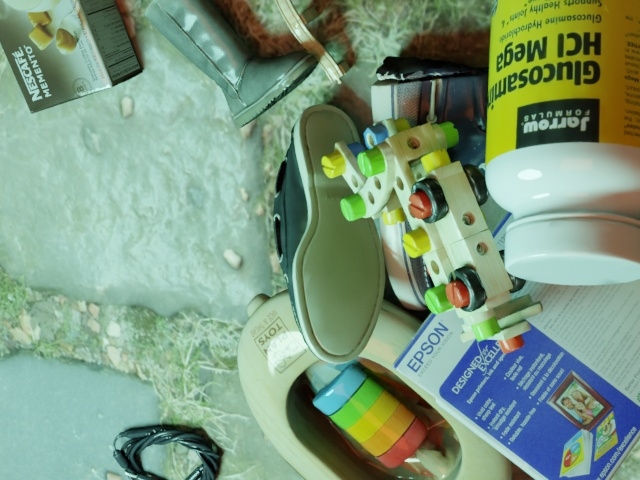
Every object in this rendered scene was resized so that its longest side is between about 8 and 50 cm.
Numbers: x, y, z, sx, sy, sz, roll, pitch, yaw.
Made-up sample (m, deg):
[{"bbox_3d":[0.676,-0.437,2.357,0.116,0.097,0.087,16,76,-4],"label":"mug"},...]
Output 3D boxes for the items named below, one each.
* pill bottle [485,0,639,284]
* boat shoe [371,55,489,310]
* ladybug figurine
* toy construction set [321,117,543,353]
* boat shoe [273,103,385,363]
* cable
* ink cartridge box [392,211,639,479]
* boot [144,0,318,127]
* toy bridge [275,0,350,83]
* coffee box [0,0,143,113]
[{"bbox_3d":[0.264,-0.130,1.000,0.188,0.188,0.334,0,76,17],"label":"pill bottle"},{"bbox_3d":[0.165,-0.067,1.254,0.158,0.127,0.340,1,112,25],"label":"boat shoe"},{"bbox_3d":[0.079,0.222,1.384,0.449,0.162,0.305,45,116,-5],"label":"ladybug figurine"},{"bbox_3d":[0.137,0.000,1.125,0.327,0.151,0.215,54,158,-2],"label":"toy construction set"},{"bbox_3d":[-0.004,-0.001,1.269,0.113,0.127,0.340,-37,58,58],"label":"boat shoe"},{"bbox_3d":[-0.247,0.372,1.611,0.184,0.047,0.150,-9,109,20],"label":"cable"},{"bbox_3d":[0.297,0.133,1.254,0.307,0.072,0.303,38,84,2],"label":"ink cartridge box"},{"bbox_3d":[-0.120,-0.264,1.278,0.190,0.076,0.208,-28,97,45],"label":"boot"},{"bbox_3d":[-0.023,-0.282,1.259,0.026,0.063,0.188,-28,101,25],"label":"toy bridge"},{"bbox_3d":[-0.363,-0.315,1.328,0.141,0.098,0.246,-12,108,21],"label":"coffee box"}]
